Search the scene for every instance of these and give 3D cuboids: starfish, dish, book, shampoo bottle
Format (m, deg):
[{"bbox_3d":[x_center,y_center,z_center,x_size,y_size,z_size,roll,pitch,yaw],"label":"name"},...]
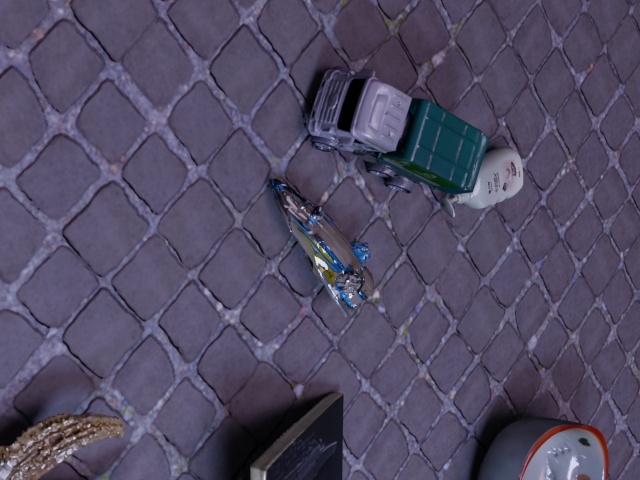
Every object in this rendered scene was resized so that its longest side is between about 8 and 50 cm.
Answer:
[{"bbox_3d":[-0.337,0.289,1.186,0.302,0.060,0.299,-58,138,-5],"label":"starfish"},{"bbox_3d":[0.324,0.380,1.769,0.256,0.117,0.256,-13,109,-40],"label":"dish"},{"bbox_3d":[-0.026,0.407,1.446,0.262,0.028,0.373,-31,124,-66],"label":"book"},{"bbox_3d":[0.222,-0.078,1.614,0.152,0.045,0.077,-24,116,-35],"label":"shampoo bottle"}]

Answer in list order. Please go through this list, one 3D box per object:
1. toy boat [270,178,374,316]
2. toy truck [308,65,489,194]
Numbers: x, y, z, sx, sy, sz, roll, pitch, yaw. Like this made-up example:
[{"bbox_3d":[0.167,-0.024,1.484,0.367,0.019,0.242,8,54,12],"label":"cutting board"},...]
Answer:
[{"bbox_3d":[0.000,0.000,1.424,0.210,0.066,0.084,52,32,-27],"label":"toy boat"},{"bbox_3d":[0.105,-0.131,1.447,0.253,0.124,0.114,22,83,-45],"label":"toy truck"}]
